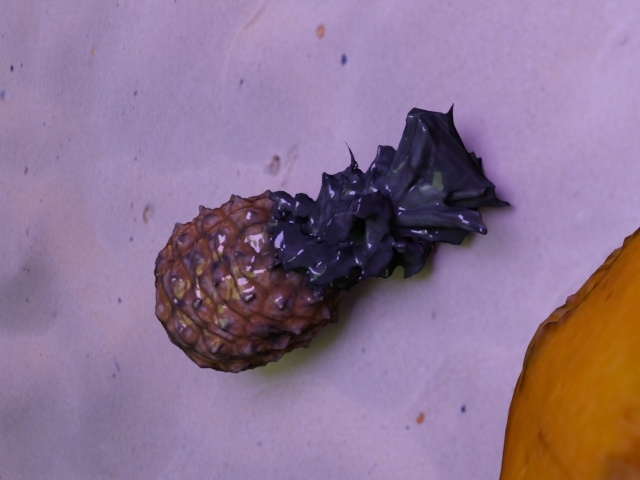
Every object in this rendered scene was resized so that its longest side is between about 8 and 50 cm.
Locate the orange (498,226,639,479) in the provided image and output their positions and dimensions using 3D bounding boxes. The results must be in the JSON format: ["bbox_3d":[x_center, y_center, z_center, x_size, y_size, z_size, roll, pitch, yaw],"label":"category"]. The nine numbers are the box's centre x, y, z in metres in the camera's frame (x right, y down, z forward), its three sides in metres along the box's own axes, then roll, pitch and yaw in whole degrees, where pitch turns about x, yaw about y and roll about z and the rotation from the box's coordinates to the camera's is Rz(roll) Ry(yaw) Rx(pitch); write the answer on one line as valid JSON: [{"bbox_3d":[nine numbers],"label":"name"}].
[{"bbox_3d":[0.216,0.108,0.401,0.312,0.312,0.312,3,95,41],"label":"orange"}]

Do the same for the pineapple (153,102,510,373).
[{"bbox_3d":[0.000,-0.001,0.702,0.248,0.128,0.128,-29,74,33],"label":"pineapple"}]
